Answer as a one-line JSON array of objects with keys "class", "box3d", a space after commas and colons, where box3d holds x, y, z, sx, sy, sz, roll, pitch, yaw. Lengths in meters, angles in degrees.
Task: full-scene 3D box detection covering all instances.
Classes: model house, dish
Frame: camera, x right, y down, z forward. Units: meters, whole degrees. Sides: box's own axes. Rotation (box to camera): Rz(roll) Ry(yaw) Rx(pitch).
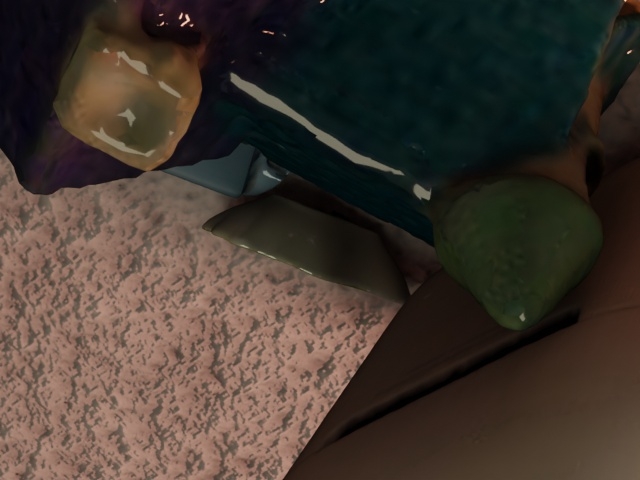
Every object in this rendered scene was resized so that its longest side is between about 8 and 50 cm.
[{"class": "model house", "box3d": [0.007, -0.121, 0.639, 0.312, 0.280, 0.245, 30, 128, -8]}, {"class": "dish", "box3d": [0.000, 0.000, 0.875, 0.137, 0.091, 0.039, 20, 92, -15]}]

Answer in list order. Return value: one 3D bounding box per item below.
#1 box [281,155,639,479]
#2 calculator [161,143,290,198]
[{"class": "box", "box3d": [0.122, 0.083, 0.716, 0.288, 0.349, 0.141, -29, 101, 32]}, {"class": "calculator", "box3d": [-0.100, -0.099, 0.839, 0.210, 0.039, 0.121, 20, 127, 1]}]
